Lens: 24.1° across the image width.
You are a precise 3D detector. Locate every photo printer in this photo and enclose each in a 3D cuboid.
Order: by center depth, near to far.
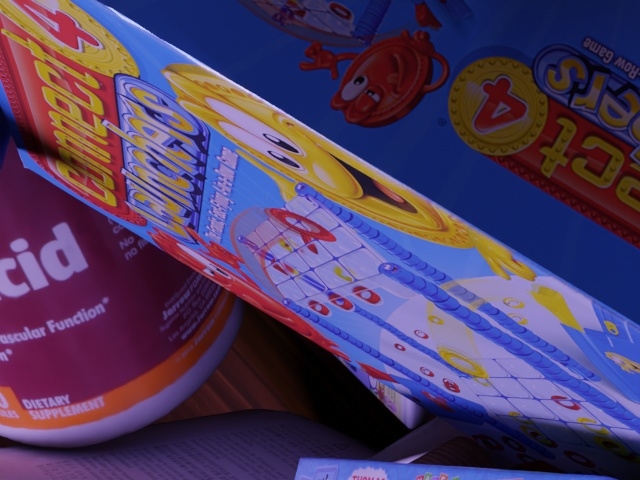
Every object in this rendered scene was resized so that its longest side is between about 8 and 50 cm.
[{"bbox_3d":[-0.068,0.206,1.034,0.256,0.308,0.107,23,113,53],"label":"photo printer"}]

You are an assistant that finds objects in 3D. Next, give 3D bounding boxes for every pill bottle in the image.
[{"bbox_3d":[-0.207,-0.068,0.986,0.224,0.224,0.392,33,152,44],"label":"pill bottle"}]

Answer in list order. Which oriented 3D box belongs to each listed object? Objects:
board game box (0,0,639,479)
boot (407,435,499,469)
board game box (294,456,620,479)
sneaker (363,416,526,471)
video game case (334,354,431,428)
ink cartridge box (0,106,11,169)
[{"bbox_3d":[0.030,-0.019,0.538,0.302,0.086,0.308,31,168,1],"label":"board game box"},{"bbox_3d":[0.045,0.211,0.729,0.073,0.152,0.197,-5,113,62],"label":"boot"},{"bbox_3d":[0.104,0.125,0.604,0.160,0.039,0.211,19,165,-26],"label":"board game box"},{"bbox_3d":[0.102,0.171,0.859,0.147,0.105,0.296,59,155,0],"label":"sneaker"},{"bbox_3d":[0.000,0.000,0.933,0.193,0.023,0.212,43,156,28],"label":"video game case"},{"bbox_3d":[-0.236,-0.159,0.576,0.330,0.324,0.071,31,133,-26],"label":"ink cartridge box"}]
